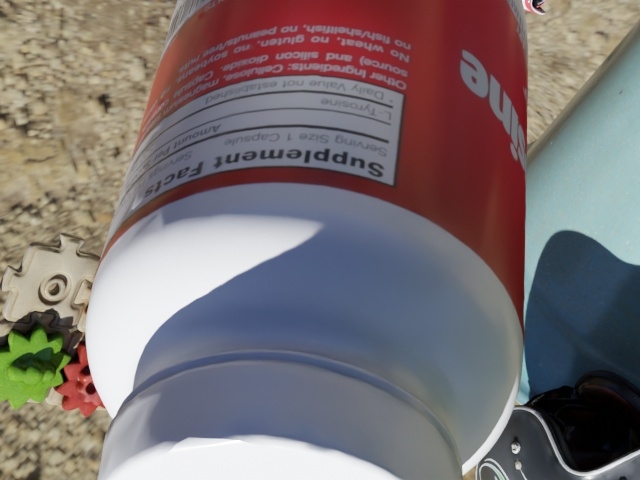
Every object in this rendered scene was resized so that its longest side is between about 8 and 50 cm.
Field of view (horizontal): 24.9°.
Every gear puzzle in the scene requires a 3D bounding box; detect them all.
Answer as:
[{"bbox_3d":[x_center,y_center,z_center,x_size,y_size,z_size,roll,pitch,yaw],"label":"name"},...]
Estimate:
[{"bbox_3d":[-0.228,0.085,1.347,0.339,0.044,0.175,14,105,-43],"label":"gear puzzle"}]

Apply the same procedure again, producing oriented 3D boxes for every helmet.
[{"bbox_3d":[0.219,0.193,1.132,0.161,0.169,0.169,38,101,33],"label":"helmet"}]

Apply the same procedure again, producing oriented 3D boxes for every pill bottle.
[{"bbox_3d":[0.000,0.000,0.806,0.229,0.407,0.229,5,136,4],"label":"pill bottle"}]

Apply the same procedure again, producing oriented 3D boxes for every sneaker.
[{"bbox_3d":[0.241,-0.288,1.654,0.067,0.118,0.042,18,119,25],"label":"sneaker"}]

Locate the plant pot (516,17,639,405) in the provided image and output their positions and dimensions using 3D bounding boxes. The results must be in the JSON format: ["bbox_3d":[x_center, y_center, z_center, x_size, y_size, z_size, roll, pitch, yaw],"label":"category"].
[{"bbox_3d":[0.325,-0.038,1.247,0.341,0.341,0.334,28,136,0],"label":"plant pot"}]
